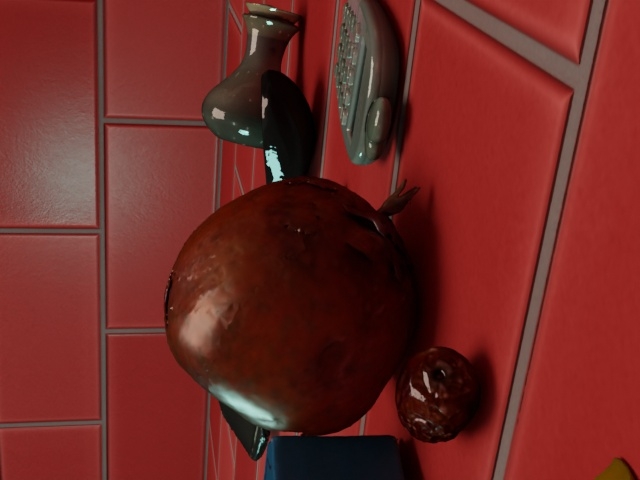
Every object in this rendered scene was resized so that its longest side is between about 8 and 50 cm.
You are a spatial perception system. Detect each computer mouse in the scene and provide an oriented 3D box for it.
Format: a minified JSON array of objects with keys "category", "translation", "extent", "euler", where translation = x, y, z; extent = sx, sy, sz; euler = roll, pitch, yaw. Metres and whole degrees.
[{"category":"computer mouse","translation":[-0.150,0.348,2.025],"extent":[0.295,0.087,0.168],"euler":[49,133,54]},{"category":"computer mouse","translation":[-0.052,-0.163,1.543],"extent":[0.137,0.086,0.269],"euler":[-90,0,-47]}]

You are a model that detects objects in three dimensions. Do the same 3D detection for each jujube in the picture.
[{"category":"jujube","translation":[0.101,0.144,0.829],"extent":[0.129,0.077,0.077],"euler":[101,165,-64]}]

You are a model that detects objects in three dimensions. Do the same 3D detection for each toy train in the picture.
[{"category":"toy train","translation":[0.009,0.367,1.016],"extent":[0.265,0.188,0.300],"euler":[-96,11,-49]}]

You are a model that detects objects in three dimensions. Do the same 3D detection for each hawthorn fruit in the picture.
[{"category":"hawthorn fruit","translation":[-0.008,0.043,0.989],"extent":[0.307,0.276,0.276],"euler":[-51,29,23]}]

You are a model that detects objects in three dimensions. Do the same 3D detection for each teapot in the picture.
[{"category":"teapot","translation":[-0.113,-0.299,1.676],"extent":[0.183,0.184,0.250],"euler":[-135,57,-74]}]

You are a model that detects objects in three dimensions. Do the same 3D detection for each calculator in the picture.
[{"category":"calculator","translation":[0.056,-0.200,1.139],"extent":[0.295,0.042,0.184],"euler":[-101,16,-52]}]

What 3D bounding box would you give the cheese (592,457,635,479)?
[{"category":"cheese","translation":[0.158,0.225,0.561],"extent":[0.093,0.126,0.171],"euler":[-105,37,-70]}]
